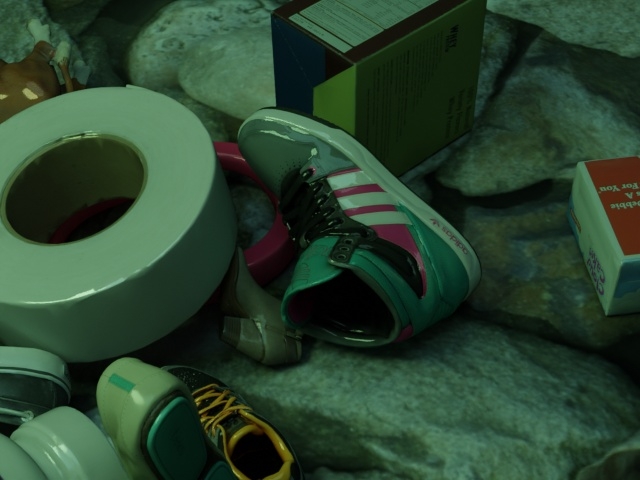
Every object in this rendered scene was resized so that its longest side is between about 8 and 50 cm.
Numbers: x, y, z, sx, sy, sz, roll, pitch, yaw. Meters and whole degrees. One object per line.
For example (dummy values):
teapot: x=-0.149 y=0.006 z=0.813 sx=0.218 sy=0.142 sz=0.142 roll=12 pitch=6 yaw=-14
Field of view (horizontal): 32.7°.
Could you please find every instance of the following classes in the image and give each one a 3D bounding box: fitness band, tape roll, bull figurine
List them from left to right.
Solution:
bull figurine: x=-0.432 y=-0.187 z=1.316 sx=0.310 sy=0.101 sz=0.188 roll=7 pitch=45 yaw=9
tape roll: x=-0.228 y=-0.023 z=1.079 sx=0.286 sy=0.100 sz=0.286 roll=-7 pitch=49 yaw=8
fitness band: x=-0.165 y=-0.011 z=1.177 sx=0.290 sy=0.054 sz=0.209 roll=-15 pitch=50 yaw=-11

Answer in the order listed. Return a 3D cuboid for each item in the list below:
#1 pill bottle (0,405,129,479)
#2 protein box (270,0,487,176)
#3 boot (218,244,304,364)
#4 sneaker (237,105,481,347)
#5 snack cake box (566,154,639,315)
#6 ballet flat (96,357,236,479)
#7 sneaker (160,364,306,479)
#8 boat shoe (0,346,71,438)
pill bottle: x=-0.298 y=0.246 z=0.829 sx=0.169 sy=0.169 sz=0.301 roll=35 pitch=41 yaw=30
protein box: x=0.065 y=-0.190 z=1.237 sx=0.201 sy=0.200 sz=0.136 roll=-33 pitch=54 yaw=-27
boot: x=-0.056 y=0.068 z=1.085 sx=0.087 sy=0.042 sz=0.119 roll=15 pitch=62 yaw=-20
sneaker: x=0.000 y=0.000 z=1.076 sx=0.295 sy=0.124 sz=0.178 roll=37 pitch=46 yaw=10
snack cake box: x=0.409 y=-0.016 z=1.138 sx=0.264 sy=0.089 sz=0.152 roll=-6 pitch=48 yaw=-4
ballet flat: x=-0.119 y=0.181 z=0.853 sx=0.086 sy=0.248 sz=0.086 roll=-5 pitch=43 yaw=5
sneaker: x=-0.080 y=0.173 z=0.971 sx=0.084 sy=0.083 sz=0.215 roll=-35 pitch=53 yaw=-26
boat shoe: x=-0.380 y=0.163 z=0.980 sx=0.301 sy=0.108 sz=0.102 roll=0 pitch=44 yaw=-8
